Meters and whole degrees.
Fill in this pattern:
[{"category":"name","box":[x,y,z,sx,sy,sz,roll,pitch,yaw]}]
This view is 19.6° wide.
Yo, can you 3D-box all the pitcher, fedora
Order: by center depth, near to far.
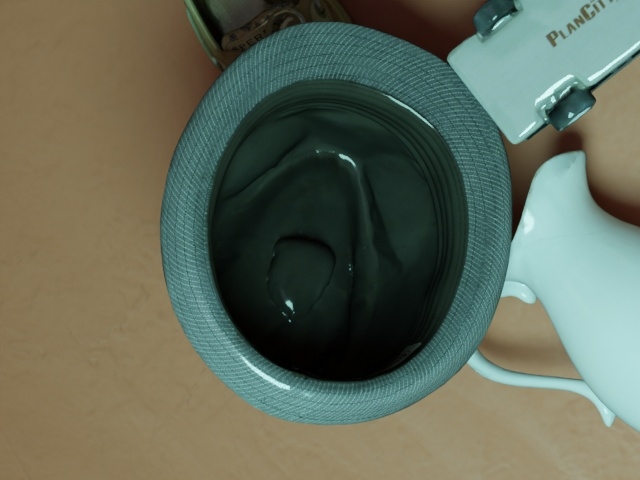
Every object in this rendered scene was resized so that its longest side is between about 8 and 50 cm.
[{"category":"fedora","box":[0.000,0.000,1.283,0.244,0.124,0.275,14,72,-15]},{"category":"pitcher","box":[0.203,0.066,1.290,0.207,0.125,0.177,43,117,22]}]

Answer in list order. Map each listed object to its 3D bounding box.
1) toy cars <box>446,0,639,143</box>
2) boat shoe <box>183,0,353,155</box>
[{"category":"toy cars","box":[0.206,-0.252,1.252,0.177,0.087,0.393,14,100,18]},{"category":"boat shoe","box":[-0.059,-0.180,1.370,0.105,0.089,0.285,-35,84,22]}]
